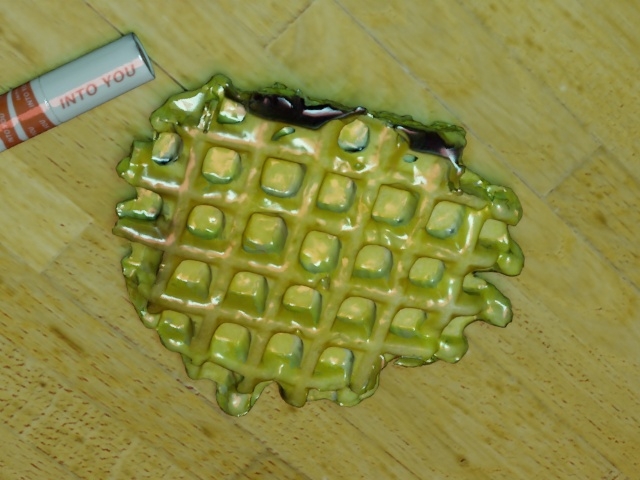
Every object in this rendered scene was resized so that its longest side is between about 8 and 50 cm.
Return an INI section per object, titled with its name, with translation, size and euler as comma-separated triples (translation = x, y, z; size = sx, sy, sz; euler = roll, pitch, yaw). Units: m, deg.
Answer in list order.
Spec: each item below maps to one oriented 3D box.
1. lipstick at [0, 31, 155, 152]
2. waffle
[lipstick]
translation = -0.186, -0.106, 1.085
size = 0.131, 0.038, 0.038
euler = -25, 117, 5
[waffle]
translation = 0.000, 0.002, 1.155
size = 0.312, 0.060, 0.307
euler = -17, 119, 1
